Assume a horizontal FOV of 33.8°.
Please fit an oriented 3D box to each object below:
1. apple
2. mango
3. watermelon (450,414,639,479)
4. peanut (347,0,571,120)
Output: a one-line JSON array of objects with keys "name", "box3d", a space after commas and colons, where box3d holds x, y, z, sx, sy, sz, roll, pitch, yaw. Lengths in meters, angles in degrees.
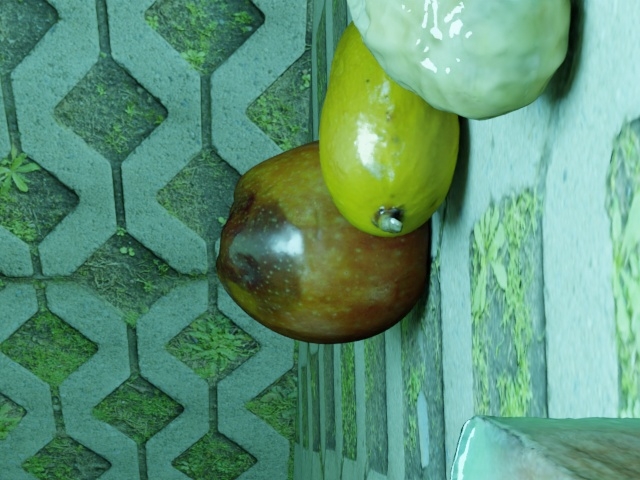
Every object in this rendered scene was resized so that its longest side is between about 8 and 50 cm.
[{"name": "apple", "box3d": [0.000, 0.000, 1.088, 0.230, 0.230, 0.229, 179, 90, -85]}, {"name": "mango", "box3d": [0.059, -0.120, 0.939, 0.316, 0.119, 0.176, -90, -6, -51]}, {"name": "watermelon", "box3d": [0.128, 0.167, 0.316, 0.257, 0.140, 0.192, 180, 94, -75]}, {"name": "peanut", "box3d": [0.078, -0.181, 0.684, 0.290, 0.130, 0.130, -94, 6, -52]}]
